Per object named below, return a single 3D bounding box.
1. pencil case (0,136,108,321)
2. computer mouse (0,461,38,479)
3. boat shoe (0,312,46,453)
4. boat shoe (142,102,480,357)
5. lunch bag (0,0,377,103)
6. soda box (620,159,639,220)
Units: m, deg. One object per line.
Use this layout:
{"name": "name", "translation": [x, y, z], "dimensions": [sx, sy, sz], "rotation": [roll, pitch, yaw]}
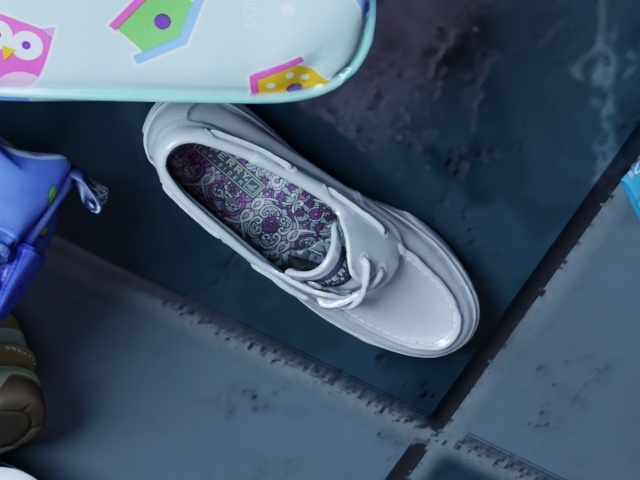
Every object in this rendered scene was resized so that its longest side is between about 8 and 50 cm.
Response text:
{"name": "pencil case", "translation": [-0.242, -0.052, 0.688], "dimensions": [0.306, 0.133, 0.119], "rotation": [33, 75, -17]}
{"name": "computer mouse", "translation": [-0.213, 0.144, 0.842], "dimensions": [0.193, 0.042, 0.106], "rotation": [-11, 112, 7]}
{"name": "boat shoe", "translation": [-0.223, 0.079, 0.793], "dimensions": [0.190, 0.072, 0.068], "rotation": [-14, 147, -9]}
{"name": "boat shoe", "translation": [0.000, 0.000, 0.771], "dimensions": [0.066, 0.063, 0.184], "rotation": [-41, 112, 15]}
{"name": "lunch bag", "translation": [-0.084, -0.192, 0.646], "dimensions": [0.224, 0.108, 0.279], "rotation": [0, 115, 1]}
{"name": "soda box", "translation": [0.241, 0.019, 0.797], "dimensions": [0.210, 0.067, 0.071], "rotation": [35, 109, -19]}
